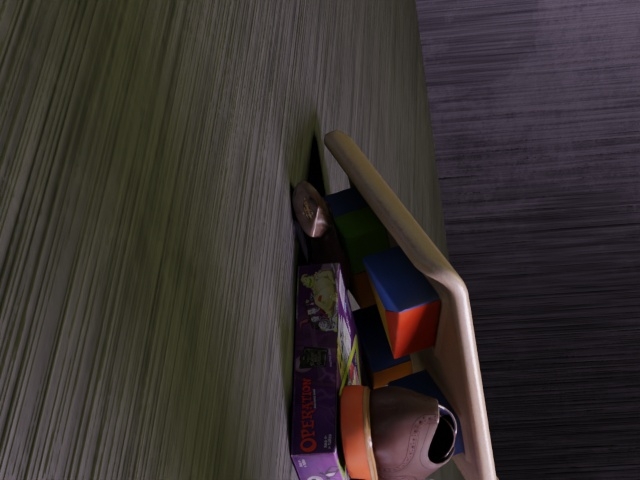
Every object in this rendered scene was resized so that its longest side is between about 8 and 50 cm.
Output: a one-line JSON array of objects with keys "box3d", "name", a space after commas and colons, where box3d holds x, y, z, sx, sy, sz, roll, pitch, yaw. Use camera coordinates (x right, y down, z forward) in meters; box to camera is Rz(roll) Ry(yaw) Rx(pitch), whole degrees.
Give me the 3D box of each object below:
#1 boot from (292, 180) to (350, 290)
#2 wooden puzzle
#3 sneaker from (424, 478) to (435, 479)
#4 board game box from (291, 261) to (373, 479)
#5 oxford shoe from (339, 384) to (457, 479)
[{"box3d": [0.000, 0.000, 1.589, 0.114, 0.037, 0.106, 55, 19, -81], "name": "boot"}, {"box3d": [0.085, 0.095, 1.703, 0.322, 0.080, 0.347, -124, -166, -55], "name": "wooden puzzle"}, {"box3d": [0.155, 0.476, 2.250, 0.153, 0.101, 0.268, -75, 154, -65], "name": "sneaker"}, {"box3d": [0.023, 0.201, 1.632, 0.347, 0.056, 0.208, 74, 10, -54], "name": "board game box"}, {"box3d": [0.084, 0.208, 1.544, 0.271, 0.098, 0.097, 66, 21, -68], "name": "oxford shoe"}]
